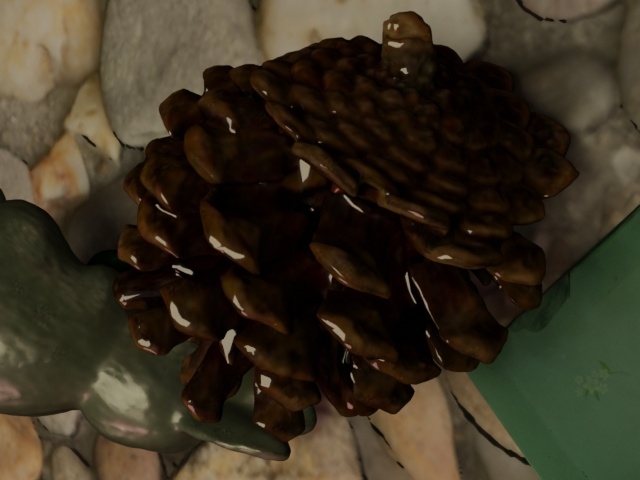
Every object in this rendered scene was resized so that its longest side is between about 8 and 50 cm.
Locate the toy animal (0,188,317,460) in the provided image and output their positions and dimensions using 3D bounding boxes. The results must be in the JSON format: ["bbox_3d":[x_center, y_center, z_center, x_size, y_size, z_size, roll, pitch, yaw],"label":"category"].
[{"bbox_3d":[-0.123,0.075,0.714,0.236,0.138,0.108,36,148,12],"label":"toy animal"}]

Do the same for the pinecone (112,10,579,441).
[{"bbox_3d":[-0.001,-0.002,0.568,0.212,0.186,0.168,-39,48,48],"label":"pinecone"}]

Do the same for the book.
[{"bbox_3d":[0.139,0.058,0.571,0.135,0.017,0.103,-48,67,31],"label":"book"}]
